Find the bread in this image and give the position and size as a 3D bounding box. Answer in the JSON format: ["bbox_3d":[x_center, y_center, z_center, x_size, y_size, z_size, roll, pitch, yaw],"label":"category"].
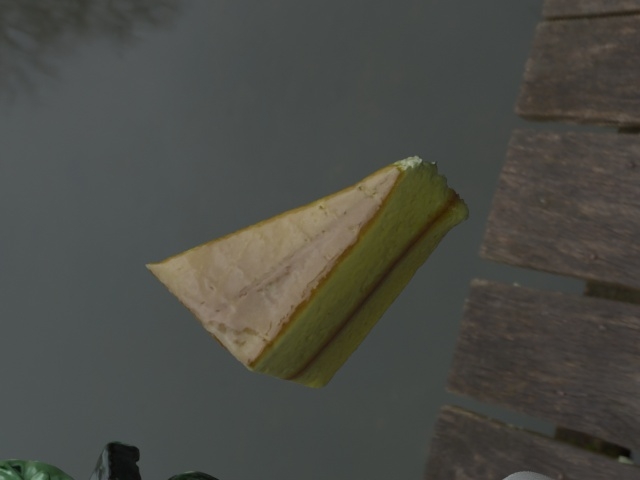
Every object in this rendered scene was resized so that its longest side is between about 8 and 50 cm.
[{"bbox_3d":[0.000,0.000,1.371,0.362,0.233,0.245,-50,61,6],"label":"bread"}]

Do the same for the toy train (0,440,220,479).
[{"bbox_3d":[-0.108,0.165,0.376,0.200,0.132,0.083,-65,20,15],"label":"toy train"}]

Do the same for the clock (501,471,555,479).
[{"bbox_3d":[0.167,0.266,0.658,0.083,0.230,0.230,-44,44,22],"label":"clock"}]
